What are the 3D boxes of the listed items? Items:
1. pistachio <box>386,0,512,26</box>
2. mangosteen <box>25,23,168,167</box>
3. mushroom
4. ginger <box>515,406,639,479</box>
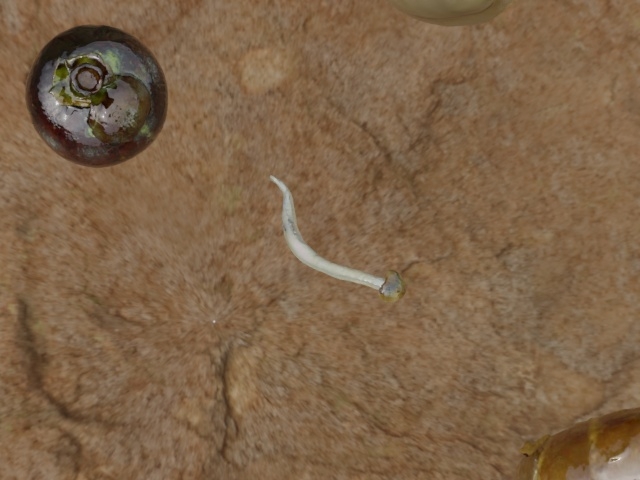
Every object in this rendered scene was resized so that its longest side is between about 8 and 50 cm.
[{"bbox_3d":[0.063,-0.163,0.463,0.113,0.149,0.113,-17,128,-22],"label":"pistachio"},{"bbox_3d":[-0.355,-0.240,1.454,0.231,0.289,0.232,1,79,-6],"label":"mangosteen"},{"bbox_3d":[0.000,0.002,1.262,0.068,0.043,0.306,-31,46,-25],"label":"mushroom"},{"bbox_3d":[0.159,0.113,0.393,0.073,0.162,0.103,32,39,-39],"label":"ginger"}]
